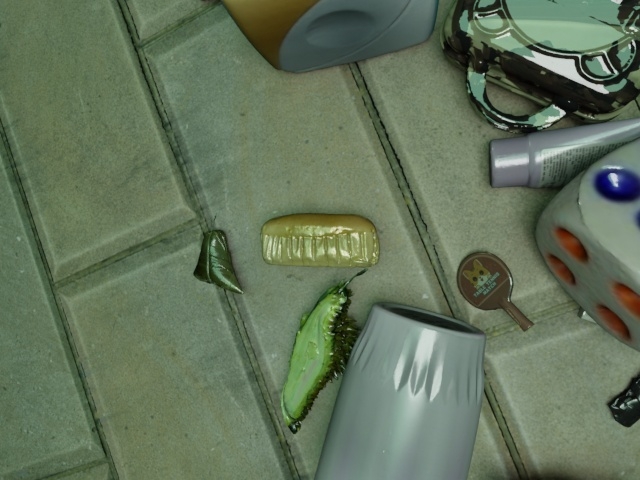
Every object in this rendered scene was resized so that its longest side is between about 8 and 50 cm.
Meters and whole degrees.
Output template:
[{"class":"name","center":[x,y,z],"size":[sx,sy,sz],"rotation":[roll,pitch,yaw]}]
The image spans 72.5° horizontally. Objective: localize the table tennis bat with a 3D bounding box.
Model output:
[{"class":"table tennis bat","center":[0.360,0.094,0.842],"size":[0.170,0.119,0.107],"rotation":[54,129,31]}]

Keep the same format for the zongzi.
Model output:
[{"class":"zongzi","center":[-0.200,0.028,0.947],"size":[0.131,0.062,0.154],"rotation":[18,93,24]}]

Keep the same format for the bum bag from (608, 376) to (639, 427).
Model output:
[{"class":"bum bag","center":[0.569,0.277,0.775],"size":[0.058,0.034,0.124],"rotation":[35,98,-2]}]

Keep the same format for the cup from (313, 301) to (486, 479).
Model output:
[{"class":"cup","center":[0.149,0.313,0.770],"size":[0.254,0.253,0.371],"rotation":[15,91,13]}]

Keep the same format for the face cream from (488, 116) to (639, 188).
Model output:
[{"class":"face cream","center":[0.443,-0.147,0.767],"size":[0.274,0.154,0.096],"rotation":[-2,50,17]}]

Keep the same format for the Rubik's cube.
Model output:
[{"class":"Rubik's cube","center":[0.015,-0.531,0.751],"size":[0.348,0.352,0.351],"rotation":[-7,86,13]}]

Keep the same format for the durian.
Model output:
[{"class":"durian","center":[0.008,0.211,0.872],"size":[0.132,0.107,0.374],"rotation":[23,102,17]}]

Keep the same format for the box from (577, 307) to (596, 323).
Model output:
[{"class":"box","center":[0.593,0.121,0.770],"size":[0.221,0.032,0.122],"rotation":[19,94,13]}]

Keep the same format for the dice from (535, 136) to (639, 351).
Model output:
[{"class":"dice","center":[0.507,0.010,0.641],"size":[0.243,0.251,0.259],"rotation":[-31,58,4]}]

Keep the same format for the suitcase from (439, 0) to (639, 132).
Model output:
[{"class":"suitcase","center":[0.388,-0.353,0.745],"size":[0.352,0.194,0.339],"rotation":[29,107,12]}]

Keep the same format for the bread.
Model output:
[{"class":"bread","center":[0.000,0.000,0.862],"size":[0.237,0.140,0.106],"rotation":[1,87,10]}]
